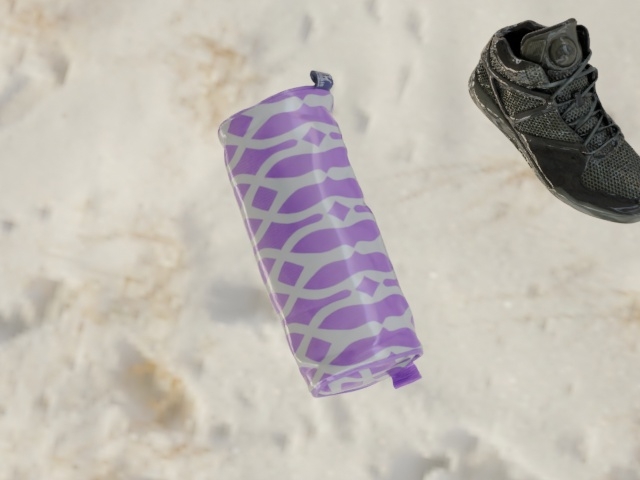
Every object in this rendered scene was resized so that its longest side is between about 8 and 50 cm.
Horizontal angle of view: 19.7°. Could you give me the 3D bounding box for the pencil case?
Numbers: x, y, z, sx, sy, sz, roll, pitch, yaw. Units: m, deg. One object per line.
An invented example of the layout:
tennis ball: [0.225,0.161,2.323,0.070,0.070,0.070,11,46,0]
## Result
pencil case: [0.000,0.000,1.198,0.086,0.088,0.206,-23,77,23]

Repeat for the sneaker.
sneaker: [0.234,-0.118,1.711,0.227,0.087,0.130,50,156,19]
